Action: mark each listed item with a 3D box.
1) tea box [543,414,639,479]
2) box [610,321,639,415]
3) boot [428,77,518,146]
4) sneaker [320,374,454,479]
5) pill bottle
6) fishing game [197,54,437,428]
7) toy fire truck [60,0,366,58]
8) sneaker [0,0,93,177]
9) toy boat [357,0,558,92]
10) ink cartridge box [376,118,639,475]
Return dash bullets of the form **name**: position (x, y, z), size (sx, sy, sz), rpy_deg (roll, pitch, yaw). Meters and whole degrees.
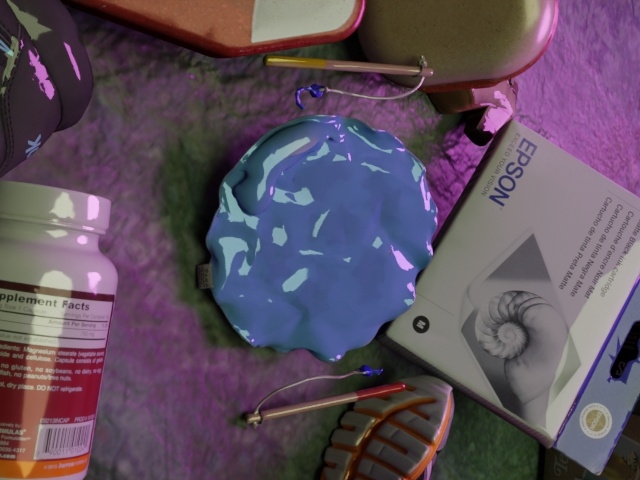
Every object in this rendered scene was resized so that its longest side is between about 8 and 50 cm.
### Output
- **tea box**: position (0.413, 0.299, 0.917), size (0.324, 0.220, 0.329), rpy_deg (2, 93, -43)
- **box**: position (0.290, 0.083, 0.805), size (0.077, 0.180, 0.147), rpy_deg (43, 64, -40)
- **boot**: position (0.136, -0.145, 0.741), size (0.118, 0.042, 0.087), rpy_deg (51, 54, -35)
- **sneaker**: position (0.044, 0.204, 0.654), size (0.083, 0.084, 0.215), rpy_deg (44, 73, -41)
- **pill bottle**: position (-0.154, 0.048, 0.439), size (0.086, 0.086, 0.152), rpy_deg (12, 84, -44)
- **fishing game**: position (0.000, 0.000, 0.603), size (0.189, 0.041, 0.264), rpy_deg (-8, 107, -28)
- **toy fire truck**: position (-0.086, -0.249, 0.451), size (0.254, 0.169, 0.302), rpy_deg (-12, 103, -18)
- **sneaker**: position (-0.204, -0.136, 0.355), size (0.267, 0.101, 0.106), rpy_deg (57, 48, -30)
- **toy boat**: position (0.106, -0.235, 0.653), size (0.151, 0.151, 0.231), rpy_deg (-36, 123, -71)
- **ink cartridge box**: position (0.197, 0.047, 0.700), size (0.224, 0.045, 0.223), rpy_deg (32, 77, -1)
